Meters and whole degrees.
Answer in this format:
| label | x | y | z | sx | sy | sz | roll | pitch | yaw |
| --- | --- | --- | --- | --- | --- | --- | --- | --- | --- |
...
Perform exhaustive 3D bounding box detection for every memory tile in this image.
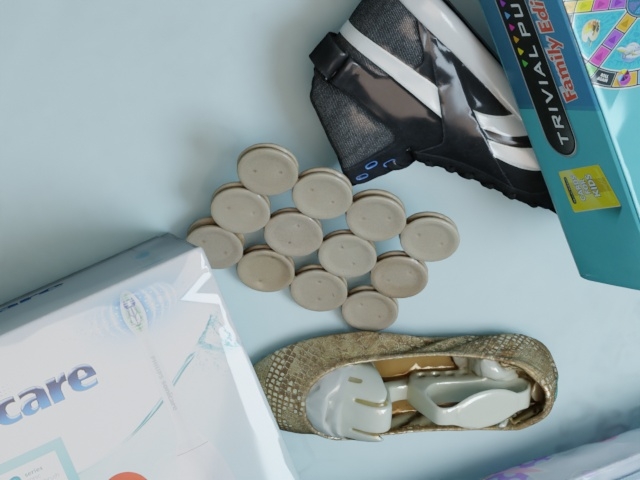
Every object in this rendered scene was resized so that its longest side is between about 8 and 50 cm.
| label | x | y | z | sx | sy | sz | roll | pitch | yaw |
| --- | --- | --- | --- | --- | --- | --- | --- | --- | --- |
| memory tile | 0.000 | 0.000 | 1.025 | 0.148 | 0.012 | 0.113 | 22 | 131 | -16 |

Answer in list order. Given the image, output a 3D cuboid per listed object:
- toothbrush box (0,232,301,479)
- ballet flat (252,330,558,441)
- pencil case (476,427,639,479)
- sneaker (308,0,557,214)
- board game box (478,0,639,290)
| label | x | y | z | sx | sy | sz | roll | pitch | yaw |
| --- | --- | --- | --- | --- | --- | --- | --- | --- | --- |
| toothbrush box | -0.120 | 0.171 | 0.988 | 0.216 | 0.126 | 0.295 | -23 | 99 | -11 |
| ballet flat | 0.054 | 0.095 | 1.057 | 0.206 | 0.067 | 0.073 | -7 | 113 | -6 |
| pencil case | 0.148 | 0.192 | 1.075 | 0.273 | 0.113 | 0.124 | -17 | 128 | -5 |
| sneaker | 0.079 | -0.057 | 1.024 | 0.121 | 0.079 | 0.217 | -40 | 107 | 14 |
| board game box | 0.210 | -0.178 | 0.961 | 0.254 | 0.079 | 0.336 | -30 | 109 | -23 |
